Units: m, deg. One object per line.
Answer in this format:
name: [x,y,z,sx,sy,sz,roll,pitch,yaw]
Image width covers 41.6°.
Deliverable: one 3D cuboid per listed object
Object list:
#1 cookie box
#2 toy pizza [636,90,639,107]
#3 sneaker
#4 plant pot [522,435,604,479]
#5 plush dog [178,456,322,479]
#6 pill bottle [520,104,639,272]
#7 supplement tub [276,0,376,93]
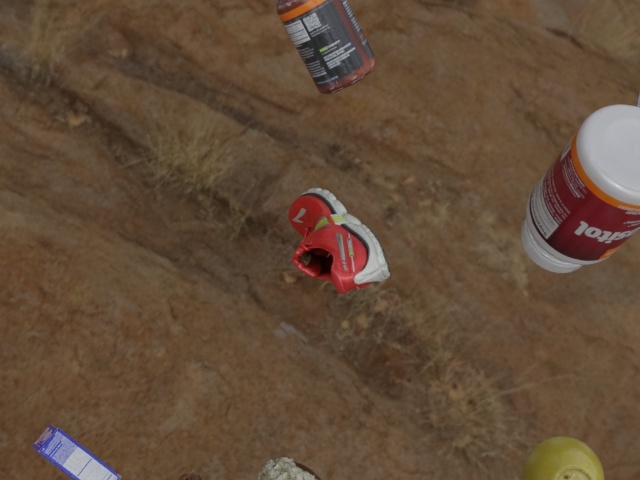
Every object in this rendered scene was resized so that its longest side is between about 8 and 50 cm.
cookie box: [-0.324,0.293,1.116,0.107,0.092,0.040,43,68,-12]
toy pizza: [0.389,-0.103,0.778,0.201,0.032,0.201,0,77,-1]
sneaker: [0.000,0.000,1.356,0.118,0.279,0.107,-26,120,-16]
plant pot: [0.406,0.397,1.382,0.134,0.134,0.095,53,2,7]
plush dog: [-0.110,0.381,0.996,0.225,0.210,0.262,15,9,-6]
pill bottle: [0.219,-0.033,0.677,0.086,0.152,0.086,4,63,-7]
supplement tub: [0.001,-0.333,1.294,0.106,0.106,0.198,-49,117,-44]
